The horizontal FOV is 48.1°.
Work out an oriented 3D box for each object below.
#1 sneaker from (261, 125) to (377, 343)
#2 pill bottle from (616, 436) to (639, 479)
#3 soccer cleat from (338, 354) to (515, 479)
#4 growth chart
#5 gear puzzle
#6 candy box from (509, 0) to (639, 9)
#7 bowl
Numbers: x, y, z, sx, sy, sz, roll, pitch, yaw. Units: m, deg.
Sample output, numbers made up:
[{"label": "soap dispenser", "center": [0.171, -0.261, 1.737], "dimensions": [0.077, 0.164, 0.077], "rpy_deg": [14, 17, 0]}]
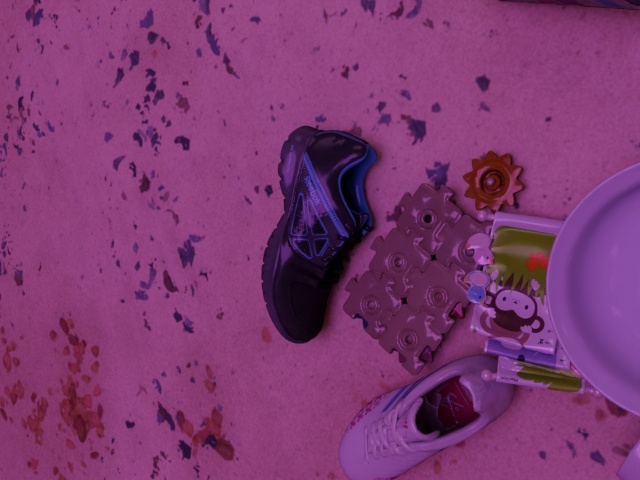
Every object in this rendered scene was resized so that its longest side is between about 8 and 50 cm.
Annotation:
[{"label": "sneaker", "center": [0.000, 0.000, 1.095], "dimensions": [0.139, 0.125, 0.341], "rpy_deg": [10, 101, 29]}, {"label": "pill bottle", "center": [0.459, 0.292, 0.794], "dimensions": [0.229, 0.131, 0.131], "rpy_deg": [34, 112, 28]}, {"label": "soccer cleat", "center": [0.121, 0.261, 1.017], "dimensions": [0.331, 0.143, 0.116], "rpy_deg": [-41, 71, 30]}, {"label": "growth chart", "center": [0.271, 0.076, 0.919], "dimensions": [0.172, 0.021, 0.237], "rpy_deg": [1, 78, 12]}, {"label": "gear puzzle", "center": [0.172, 0.015, 1.031], "dimensions": [0.175, 0.044, 0.339], "rpy_deg": [41, 112, 27]}, {"label": "candy box", "center": [0.296, -0.367, 0.854], "dimensions": [0.233, 0.071, 0.159], "rpy_deg": [31, 112, 51]}, {"label": "bowl", "center": [0.420, 0.051, 0.802], "dimensions": [0.298, 0.134, 0.298], "rpy_deg": [2, 94, 35]}]
